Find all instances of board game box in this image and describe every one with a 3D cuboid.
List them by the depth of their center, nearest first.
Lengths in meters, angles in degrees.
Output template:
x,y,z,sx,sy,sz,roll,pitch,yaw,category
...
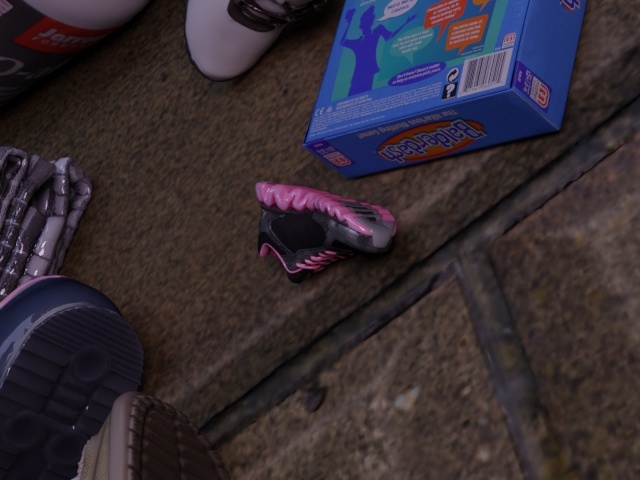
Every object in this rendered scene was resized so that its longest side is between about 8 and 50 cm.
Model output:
x,y,z,sx,sy,sz,roll,pitch,yaw,category
0.083,-0.148,0.783,0.160,0.047,0.210,-10,56,46,board game box

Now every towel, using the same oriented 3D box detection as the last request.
x,y,z,sx,sy,sz,roll,pitch,yaw,category
-0.317,0.053,1.028,0.235,0.121,0.283,-2,62,47,towel

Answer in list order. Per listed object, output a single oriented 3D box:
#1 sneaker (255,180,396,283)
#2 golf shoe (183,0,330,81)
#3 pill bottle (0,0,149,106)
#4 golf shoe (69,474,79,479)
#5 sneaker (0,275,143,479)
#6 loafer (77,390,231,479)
x,y,z,sx,sy,sz,roll,pitch,yaw,category
0.000,0.000,0.778,0.119,0.047,0.057,18,97,55,sneaker
-0.034,-0.173,0.881,0.198,0.077,0.094,-55,25,33,golf shoe
-0.261,-0.242,1.112,0.363,0.210,0.210,-24,47,36,pill bottle
-0.182,0.202,0.777,0.069,0.086,0.176,44,105,8,golf shoe
-0.239,0.161,0.880,0.319,0.112,0.131,-50,29,-2,sneaker
-0.097,0.198,0.681,0.092,0.102,0.268,-31,44,22,loafer
